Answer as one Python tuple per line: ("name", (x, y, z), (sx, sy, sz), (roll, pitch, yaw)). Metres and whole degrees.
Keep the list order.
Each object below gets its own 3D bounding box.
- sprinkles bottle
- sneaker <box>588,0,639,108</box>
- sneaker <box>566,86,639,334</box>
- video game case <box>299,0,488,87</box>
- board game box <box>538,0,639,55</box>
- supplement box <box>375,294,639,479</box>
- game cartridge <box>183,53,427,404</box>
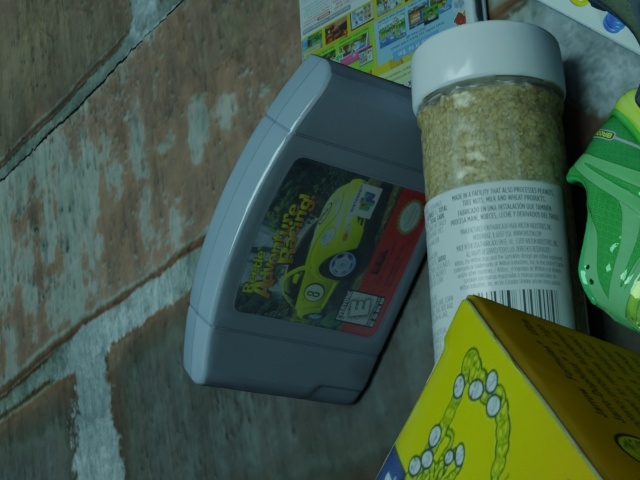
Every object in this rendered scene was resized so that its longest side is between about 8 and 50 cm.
("sprinkles bottle", (0.138, 0.016, 0.921), (0.121, 0.121, 0.356), (-20, 66, 45))
("sneaker", (0.214, -0.209, 0.769), (0.121, 0.111, 0.300), (-34, 54, 44))
("sneaker", (0.249, 0.032, 0.811), (0.123, 0.109, 0.296), (-46, 40, 35))
("video game case", (0.063, -0.206, 1.142), (0.227, 0.026, 0.206), (-21, 65, 44))
("board game box", (0.271, -0.287, 0.868), (0.308, 0.086, 0.302), (43, 113, 46))
("supplement box", (0.205, 0.197, 0.584), (0.194, 0.356, 0.195), (-65, 20, 15))
("game cartridge", (0.000, 0.000, 1.030), (0.060, 0.196, 0.294), (41, 112, 54))
